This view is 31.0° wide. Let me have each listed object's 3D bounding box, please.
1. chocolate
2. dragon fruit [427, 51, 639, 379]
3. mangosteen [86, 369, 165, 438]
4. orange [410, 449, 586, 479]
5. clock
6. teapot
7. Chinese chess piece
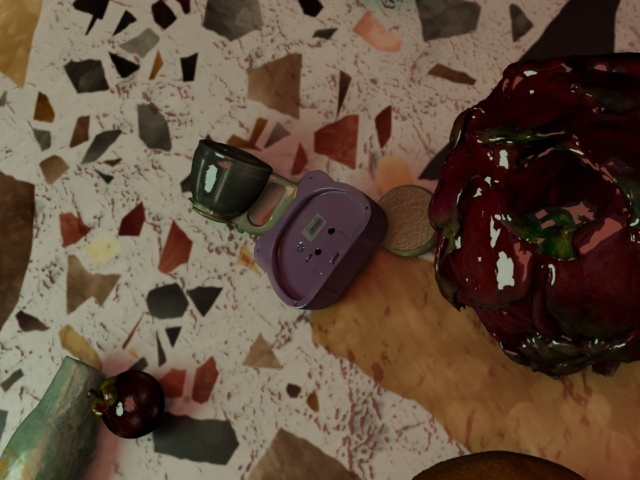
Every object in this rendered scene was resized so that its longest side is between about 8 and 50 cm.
[{"bbox_3d":[-0.331,0.276,1.331,0.110,0.110,0.291,20,81,18],"label":"chocolate"},{"bbox_3d":[0.259,-0.032,1.135,0.329,0.329,0.329,-3,77,14],"label":"dragon fruit"},{"bbox_3d":[-0.219,0.189,1.328,0.081,0.081,0.080,-3,77,14],"label":"mangosteen"},{"bbox_3d":[0.176,0.325,1.107,0.264,0.264,0.264,-3,77,14],"label":"orange"},{"bbox_3d":[0.000,0.000,1.314,0.110,0.050,0.152,43,102,31],"label":"clock"},{"bbox_3d":[-0.100,-0.058,1.351,0.124,0.092,0.090,28,102,25],"label":"teapot"},{"bbox_3d":[0.101,-0.022,1.316,0.084,0.034,0.084,-4,77,16],"label":"Chinese chess piece"}]
